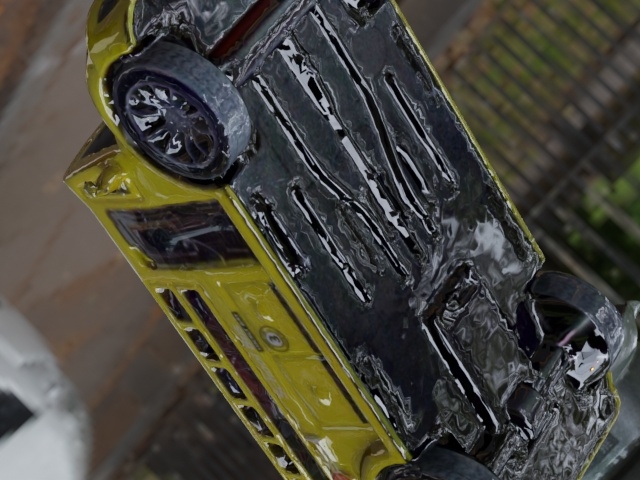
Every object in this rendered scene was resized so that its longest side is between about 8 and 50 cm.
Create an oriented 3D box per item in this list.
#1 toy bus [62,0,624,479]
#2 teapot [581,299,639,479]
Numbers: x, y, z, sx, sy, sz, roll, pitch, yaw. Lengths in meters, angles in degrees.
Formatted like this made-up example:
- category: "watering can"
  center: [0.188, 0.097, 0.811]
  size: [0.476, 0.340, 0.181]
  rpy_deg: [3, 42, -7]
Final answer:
- category: "toy bus"
  center: [0.000, 0.000, 0.837]
  size: [0.151, 0.331, 0.145]
  rpy_deg: [-5, -144, 46]
- category: "teapot"
  center: [0.197, 0.193, 1.342]
  size: [0.305, 0.285, 0.223]
  rpy_deg: [-45, 180, 23]
